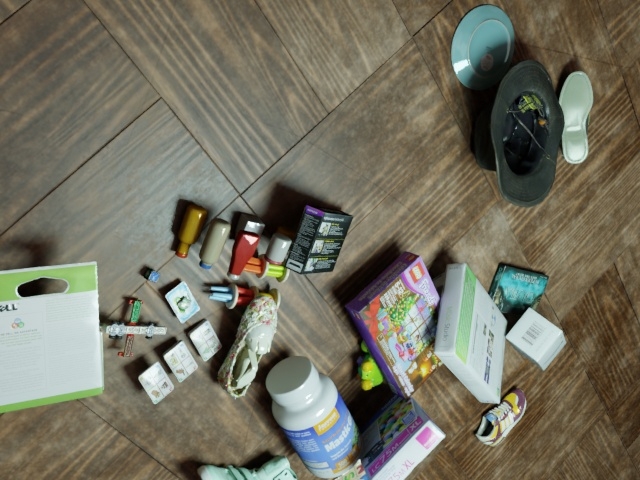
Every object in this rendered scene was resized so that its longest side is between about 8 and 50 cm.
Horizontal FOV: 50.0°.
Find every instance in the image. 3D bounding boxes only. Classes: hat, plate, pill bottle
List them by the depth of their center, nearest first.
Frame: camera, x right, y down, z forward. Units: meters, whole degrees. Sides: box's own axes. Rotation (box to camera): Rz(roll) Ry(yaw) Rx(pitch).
[{"bbox_3d":[-0.017,0.391,1.538,0.152,0.152,0.272,-36,123,-16],"label":"pill bottle"},{"bbox_3d":[0.375,-0.434,1.552,0.188,0.024,0.188,-11,112,-29],"label":"plate"},{"bbox_3d":[0.433,-0.244,1.590,0.331,0.134,0.331,-5,98,-44],"label":"hat"}]

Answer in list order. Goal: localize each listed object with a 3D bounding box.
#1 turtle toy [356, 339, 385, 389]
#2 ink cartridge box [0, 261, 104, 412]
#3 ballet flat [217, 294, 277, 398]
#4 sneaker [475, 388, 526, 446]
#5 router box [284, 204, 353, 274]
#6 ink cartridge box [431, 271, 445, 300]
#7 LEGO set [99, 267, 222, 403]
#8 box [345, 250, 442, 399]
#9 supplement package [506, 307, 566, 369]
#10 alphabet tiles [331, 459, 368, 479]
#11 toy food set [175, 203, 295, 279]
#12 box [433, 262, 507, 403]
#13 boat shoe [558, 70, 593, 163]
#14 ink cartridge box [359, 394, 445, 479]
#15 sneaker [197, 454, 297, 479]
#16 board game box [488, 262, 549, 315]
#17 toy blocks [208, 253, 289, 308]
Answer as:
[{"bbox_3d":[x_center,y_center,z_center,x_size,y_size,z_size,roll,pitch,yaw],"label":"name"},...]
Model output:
[{"bbox_3d":[0.124,0.289,1.637,0.095,0.066,0.130,-14,113,-34],"label":"turtle toy"},{"bbox_3d":[-0.487,0.154,1.204,0.189,0.097,0.255,-6,108,-29],"label":"ink cartridge box"},{"bbox_3d":[-0.140,0.227,1.416,0.091,0.077,0.241,7,119,-33],"label":"ballet flat"},{"bbox_3d":[0.512,0.497,1.945,0.084,0.069,0.185,32,88,-40],"label":"sneaker"},{"bbox_3d":[0.000,0.000,1.416,0.179,0.046,0.133,2,110,-69],"label":"router box"},{"bbox_3d":[0.260,0.224,1.708,0.224,0.045,0.223,-30,119,-18],"label":"ink cartridge box"},{"bbox_3d":[-0.321,0.174,1.356,0.182,0.060,0.244,-41,125,-27],"label":"LEGO set"},{"bbox_3d":[0.197,0.199,1.588,0.201,0.057,0.293,-41,122,-21],"label":"box"},{"bbox_3d":[0.579,0.266,1.837,0.105,0.105,0.179,-52,152,0],"label":"supplement package"},{"bbox_3d":[0.121,0.636,1.798,0.198,0.009,0.237,-27,120,-20],"label":"alphabet tiles"},{"bbox_3d":[-0.158,0.015,1.343,0.232,0.111,0.104,12,110,-33],"label":"toy food set"},{"bbox_3d":[0.373,0.232,1.676,0.322,0.058,0.232,48,47,-45],"label":"box"},{"bbox_3d":[0.636,-0.311,1.729,0.081,0.068,0.227,0,108,11],"label":"boat shoe"},{"bbox_3d":[0.167,0.452,1.597,0.065,0.311,0.186,45,88,-5],"label":"ink cartridge box"},{"bbox_3d":[-0.156,0.518,1.534,0.151,0.094,0.256,-46,134,-2],"label":"sneaker"},{"bbox_3d":[0.529,0.137,1.851,0.186,0.026,0.126,12,100,-34],"label":"board game box"},{"bbox_3d":[-0.148,0.084,1.407,0.148,0.054,0.123,10,103,-33],"label":"toy blocks"}]
